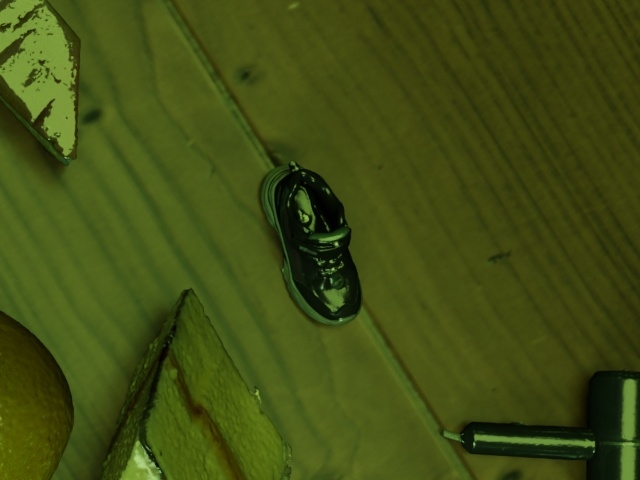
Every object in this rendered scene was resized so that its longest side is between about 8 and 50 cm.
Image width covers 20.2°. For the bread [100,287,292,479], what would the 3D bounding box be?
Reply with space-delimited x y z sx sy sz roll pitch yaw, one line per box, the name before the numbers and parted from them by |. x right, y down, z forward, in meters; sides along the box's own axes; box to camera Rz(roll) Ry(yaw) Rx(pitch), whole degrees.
bread | -0.093 0.184 1.623 0.178 0.240 0.135 27 122 -9

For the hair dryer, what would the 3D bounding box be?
hair dryer | 0.231 0.190 1.793 0.219 0.071 0.124 1 81 -4

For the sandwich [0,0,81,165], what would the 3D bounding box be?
sandwich | -0.295 -0.187 1.695 0.096 0.094 0.258 -41 92 -13

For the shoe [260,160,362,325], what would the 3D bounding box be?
shoe | 0.000 0.000 1.738 0.071 0.099 0.169 -21 89 -17

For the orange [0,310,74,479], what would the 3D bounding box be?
orange | -0.337 0.156 1.582 0.236 0.236 0.236 2 83 -13
